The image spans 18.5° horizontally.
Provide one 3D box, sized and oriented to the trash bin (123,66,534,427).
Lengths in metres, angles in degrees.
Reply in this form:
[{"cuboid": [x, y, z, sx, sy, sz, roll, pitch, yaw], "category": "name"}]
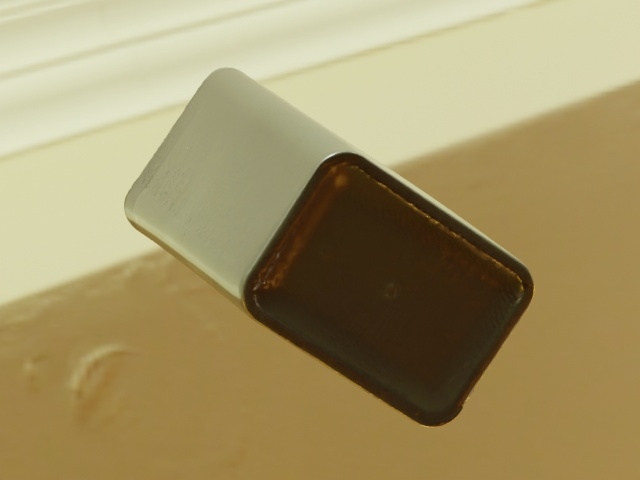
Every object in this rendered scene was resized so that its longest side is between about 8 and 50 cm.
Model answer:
[{"cuboid": [0.000, 0.000, 1.140, 0.164, 0.240, 0.122, 33, -89, -21], "category": "trash bin"}]
